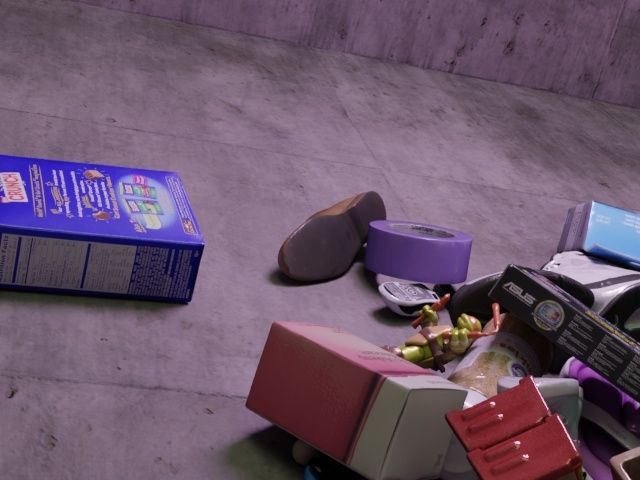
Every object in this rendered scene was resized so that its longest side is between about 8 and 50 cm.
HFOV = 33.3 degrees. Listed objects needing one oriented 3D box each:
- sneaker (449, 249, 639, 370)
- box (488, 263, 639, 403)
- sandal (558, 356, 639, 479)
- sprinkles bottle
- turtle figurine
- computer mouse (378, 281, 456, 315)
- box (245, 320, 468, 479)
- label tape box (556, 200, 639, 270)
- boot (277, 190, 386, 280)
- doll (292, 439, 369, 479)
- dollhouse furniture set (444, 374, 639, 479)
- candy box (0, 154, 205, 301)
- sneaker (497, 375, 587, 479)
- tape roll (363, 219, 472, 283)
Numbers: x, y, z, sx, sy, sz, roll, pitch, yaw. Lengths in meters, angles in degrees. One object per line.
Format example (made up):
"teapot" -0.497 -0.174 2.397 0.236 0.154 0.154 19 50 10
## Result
"sneaker" 0.397 0.114 1.887 0.447 0.169 0.257 1 9 -19
"box" 0.389 0.136 1.578 0.270 0.060 0.216 36 8 18
"sandal" 0.432 0.270 1.559 0.169 0.102 0.416 10 24 -8
"sprinkles bottle" 0.242 0.216 1.546 0.121 0.121 0.355 22 24 16
"turtle figurine" 0.148 0.155 1.578 0.217 0.087 0.269 -19 9 -8
"computer mouse" 0.172 0.104 1.857 0.193 0.042 0.106 3 30 -38
"box" 0.045 0.203 1.375 0.232 0.127 0.148 22 6 37
"label tape box" 0.621 0.008 2.082 0.249 0.115 0.348 17 -3 2
"boot" 0.000 0.000 1.953 0.115 0.112 0.305 -10 14 37
"doll" 0.041 0.299 1.336 0.189 0.046 0.129 23 25 33
"dollhouse furniture set" 0.364 0.243 1.258 0.374 0.201 0.152 -23 32 -1
"candy box" -0.370 -0.023 1.717 0.317 0.122 0.268 7 26 -21
"sneaker" 0.292 0.256 1.394 0.094 0.151 0.256 0 -12 27
"tape roll" 0.176 0.019 1.936 0.189 0.080 0.189 8 10 -1
